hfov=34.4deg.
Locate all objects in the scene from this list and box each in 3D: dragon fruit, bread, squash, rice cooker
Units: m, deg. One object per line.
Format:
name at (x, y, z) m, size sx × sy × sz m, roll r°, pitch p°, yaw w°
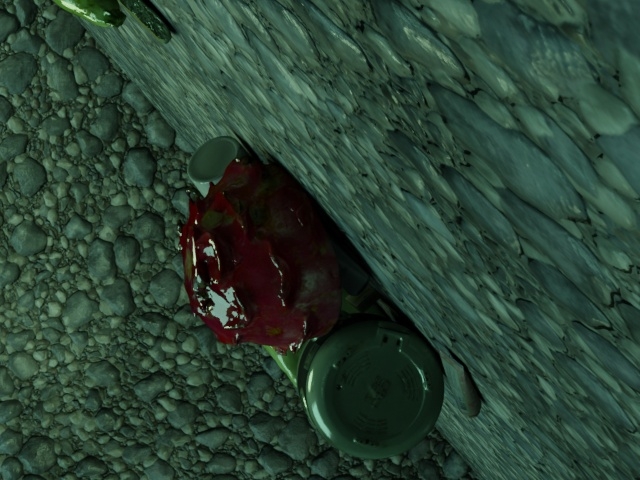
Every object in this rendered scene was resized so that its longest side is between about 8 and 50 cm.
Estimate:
dragon fruit at (-0.139, 0.052, 1.939) m, size 0.371 × 0.249 × 0.386 m, roll 59°, pitch 151°, yaw 19°
bread at (-0.316, -0.404, 1.776) m, size 0.193 × 0.036 × 0.112 m, roll 45°, pitch 179°, yaw 5°
squash at (-0.493, -0.515, 1.993) m, size 0.370 × 0.118 × 0.118 m, roll 45°, pitch 174°, yaw 18°
rice cooker at (0.089, 0.280, 2.059) m, size 0.288 × 0.288 × 0.277 m, roll 49°, pitch 175°, yaw -7°

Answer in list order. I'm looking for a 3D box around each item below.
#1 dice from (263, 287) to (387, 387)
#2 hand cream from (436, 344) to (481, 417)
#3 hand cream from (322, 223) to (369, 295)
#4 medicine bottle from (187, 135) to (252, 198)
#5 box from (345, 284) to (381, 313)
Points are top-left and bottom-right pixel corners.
dice at (0.021, 0.222, 2.327) m, size 0.254 × 0.252 × 0.250 m, roll 52°, pitch 174°, yaw -11°
hand cream at (0.251, 0.256, 1.847) m, size 0.067 × 0.043 × 0.210 m, roll 42°, pitch 166°, yaw 38°
hand cream at (0.000, 0.000, 1.979) m, size 0.255 × 0.048 × 0.079 m, roll 49°, pitch 148°, yaw 12°
medicine bottle at (-0.166, -0.094, 2.174) m, size 0.144 × 0.144 × 0.252 m, roll 44°, pitch 175°, yaw 42°
box at (0.086, 0.115, 2.083) m, size 0.024 × 0.053 × 0.083 m, roll 50°, pitch 176°, yaw -18°
